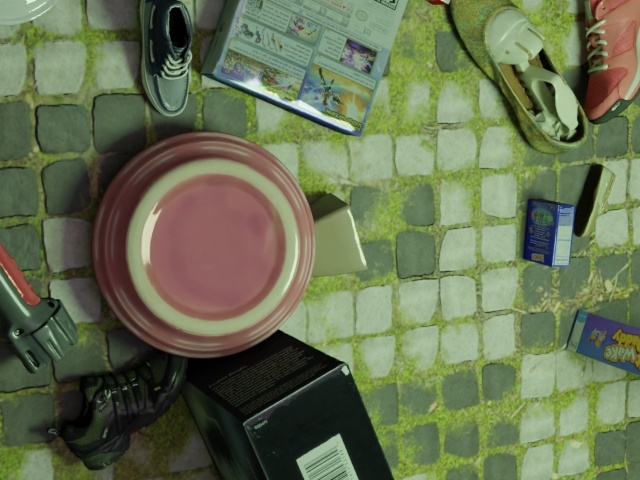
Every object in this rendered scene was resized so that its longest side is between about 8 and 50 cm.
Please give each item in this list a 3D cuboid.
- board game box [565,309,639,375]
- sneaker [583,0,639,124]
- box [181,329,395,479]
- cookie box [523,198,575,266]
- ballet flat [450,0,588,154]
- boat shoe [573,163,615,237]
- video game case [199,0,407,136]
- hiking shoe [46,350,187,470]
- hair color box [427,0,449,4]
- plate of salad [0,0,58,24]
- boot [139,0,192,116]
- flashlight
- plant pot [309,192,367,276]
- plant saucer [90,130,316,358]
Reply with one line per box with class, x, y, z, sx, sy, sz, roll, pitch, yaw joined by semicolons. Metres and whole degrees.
board game box;0.628;0.216;2.147;0.233;0.347;0.078;18;90;-28
sneaker;0.497;-0.353;2.138;0.136;0.116;0.314;25;79;-18
box;-0.048;0.309;1.835;0.182;0.294;0.296;-28;110;-19
cookie box;0.392;-0.013;2.132;0.040;0.092;0.107;1;98;-25
ballet flat;0.341;-0.286;2.048;0.123;0.123;0.349;-42;114;-16
boat shoe;0.489;-0.065;2.197;0.045;0.050;0.135;20;88;-23
video game case;-0.020;-0.316;1.883;0.269;0.061;0.244;20;87;-29
hiking shoe;-0.290;0.225;1.812;0.227;0.086;0.114;-50;120;-11
hair color box;0.185;-0.470;1.972;0.093;0.053;0.167;22;89;-28
plate of salad;-0.432;-0.386;1.663;0.199;0.048;0.200;1;87;-25
boot;-0.213;-0.256;1.757;0.069;0.086;0.190;-19;121;-21
flashlight;-0.437;0.030;1.704;0.103;0.103;0.304;-27;116;7
plant pot;0.000;0.000;1.925;0.096;0.109;0.109;-20;107;-10
plant saucer;-0.160;0.008;1.786;0.332;0.084;0.332;-1;93;-16
